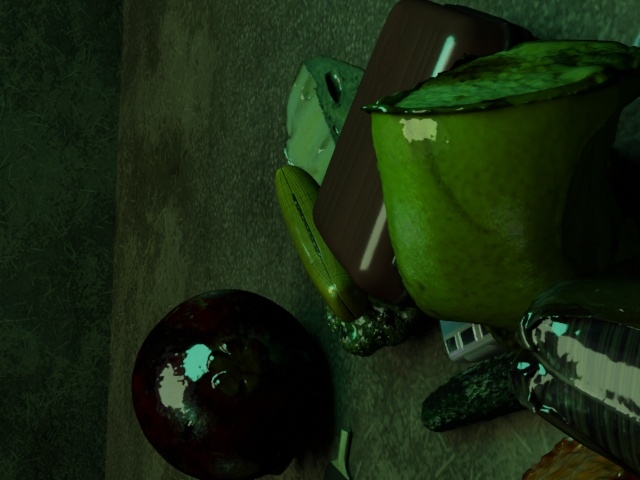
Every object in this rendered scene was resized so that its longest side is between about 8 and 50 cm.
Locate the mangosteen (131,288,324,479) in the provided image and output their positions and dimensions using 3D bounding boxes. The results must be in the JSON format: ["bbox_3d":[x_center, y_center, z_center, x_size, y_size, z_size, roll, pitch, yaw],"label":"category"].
[{"bbox_3d":[-0.136,0.220,1.501,0.311,0.311,0.311,-178,90,-65],"label":"mangosteen"}]

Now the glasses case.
[{"bbox_3d":[0.000,0.000,1.188,0.079,0.064,0.234,53,-171,-46],"label":"glasses case"}]

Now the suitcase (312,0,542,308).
[{"bbox_3d":[0.120,-0.091,1.032,0.236,0.161,0.297,-124,52,-65],"label":"suitcase"}]

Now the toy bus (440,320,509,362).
[{"bbox_3d":[0.182,0.087,1.072,0.123,0.060,0.075,138,130,-57],"label":"toy bus"}]

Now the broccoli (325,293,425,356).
[{"bbox_3d":[0.062,0.064,1.253,0.146,0.138,0.162,-27,46,22],"label":"broccoli"}]

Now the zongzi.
[{"bbox_3d":[0.278,0.185,0.664,0.289,0.154,0.317,4,102,34],"label":"zongzi"}]

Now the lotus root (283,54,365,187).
[{"bbox_3d":[0.037,-0.120,1.310,0.119,0.138,0.235,121,141,-57],"label":"lotus root"}]

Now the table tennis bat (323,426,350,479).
[{"bbox_3d":[0.027,0.345,1.443,0.087,0.013,0.156,-143,58,-61],"label":"table tennis bat"}]

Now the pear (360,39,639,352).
[{"bbox_3d":[0.159,-0.017,0.787,0.164,0.238,0.255,8,113,34],"label":"pear"}]

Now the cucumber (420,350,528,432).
[{"bbox_3d":[0.181,0.160,1.065,0.293,0.067,0.067,141,127,-61],"label":"cucumber"}]

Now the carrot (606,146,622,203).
[{"bbox_3d":[0.232,-0.002,0.950,0.087,0.087,0.193,-129,41,-54],"label":"carrot"}]

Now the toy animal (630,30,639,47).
[{"bbox_3d":[0.314,-0.179,0.761,0.206,0.081,0.367,125,161,-73],"label":"toy animal"}]

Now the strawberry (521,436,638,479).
[{"bbox_3d":[0.250,0.250,0.834,0.178,0.234,0.234,54,146,5],"label":"strawberry"}]
